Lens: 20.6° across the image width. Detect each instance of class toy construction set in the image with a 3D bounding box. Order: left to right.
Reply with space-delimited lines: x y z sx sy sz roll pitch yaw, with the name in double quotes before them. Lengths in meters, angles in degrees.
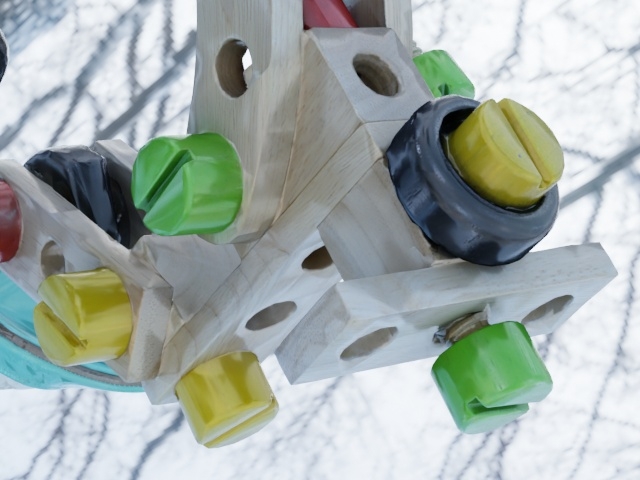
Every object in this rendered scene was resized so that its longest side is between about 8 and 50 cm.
"toy construction set" 0.000 0.000 0.669 0.237 0.257 0.309 54 -164 23

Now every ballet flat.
"ballet flat" -0.207 0.039 1.047 0.247 0.087 0.083 26 -141 -3
